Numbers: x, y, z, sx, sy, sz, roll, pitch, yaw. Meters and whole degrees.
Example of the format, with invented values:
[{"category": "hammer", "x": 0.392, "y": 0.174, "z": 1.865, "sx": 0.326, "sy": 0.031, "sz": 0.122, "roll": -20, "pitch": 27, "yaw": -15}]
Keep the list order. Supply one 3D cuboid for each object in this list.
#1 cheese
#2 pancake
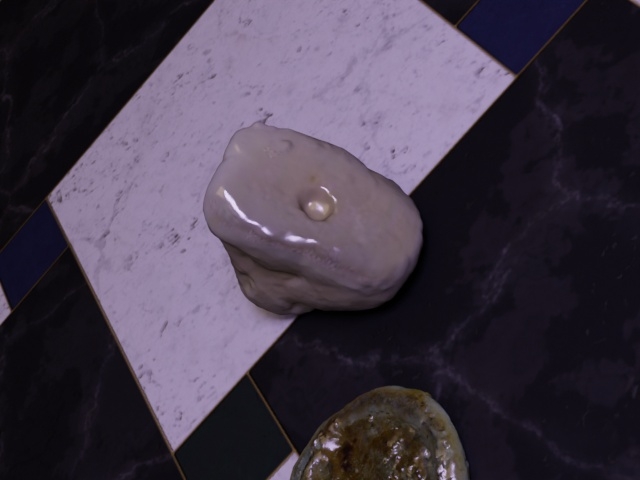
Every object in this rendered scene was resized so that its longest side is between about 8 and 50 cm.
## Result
[{"category": "cheese", "x": 0.001, "y": -0.001, "z": 1.408, "sx": 0.247, "sy": 0.251, "sz": 0.174, "roll": 16, "pitch": 58, "yaw": 10}, {"category": "pancake", "x": 0.057, "y": 0.272, "z": 1.256, "sx": 0.253, "sy": 0.037, "sz": 0.254, "roll": -23, "pitch": 52, "yaw": 32}]
